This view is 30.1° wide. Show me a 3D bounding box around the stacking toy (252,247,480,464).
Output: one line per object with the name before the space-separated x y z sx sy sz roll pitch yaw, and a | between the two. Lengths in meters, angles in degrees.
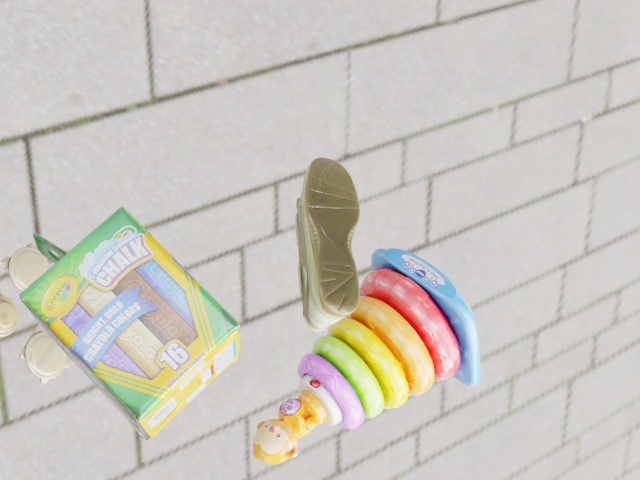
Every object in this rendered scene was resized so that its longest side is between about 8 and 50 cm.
stacking toy | 0.035 0.161 1.423 0.302 0.175 0.165 -37 139 -21

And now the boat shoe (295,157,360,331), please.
boat shoe | 0.002 0.001 1.009 0.056 0.153 0.048 11 148 -30

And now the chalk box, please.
chalk box | -0.195 0.067 1.155 0.132 0.213 0.132 -42 170 -14

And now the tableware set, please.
tableware set | -0.383 0.098 1.604 0.168 0.020 0.141 49 50 -25
